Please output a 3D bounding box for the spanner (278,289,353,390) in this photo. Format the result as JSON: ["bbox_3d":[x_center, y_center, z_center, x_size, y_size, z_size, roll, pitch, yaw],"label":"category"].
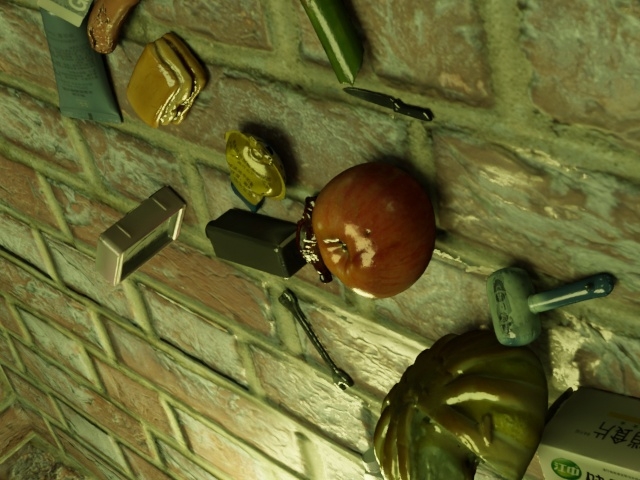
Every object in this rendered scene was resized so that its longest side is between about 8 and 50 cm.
[{"bbox_3d":[-0.011,0.206,1.934,0.254,0.015,0.054,57,149,-11],"label":"spanner"}]

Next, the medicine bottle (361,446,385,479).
[{"bbox_3d":[0.134,0.502,2.023,0.074,0.055,0.118,0,125,51],"label":"medicine bottle"}]

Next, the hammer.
[{"bbox_3d":[0.327,0.080,1.344,0.194,0.069,0.116,-21,73,41],"label":"hammer"}]

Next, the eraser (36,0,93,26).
[{"bbox_3d":[-0.416,-0.469,1.633,0.092,0.046,0.212,26,138,-17],"label":"eraser"}]

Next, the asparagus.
[{"bbox_3d":[-0.005,-0.349,1.315,0.060,0.067,0.277,-17,116,27],"label":"asparagus"}]

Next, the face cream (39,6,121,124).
[{"bbox_3d":[-0.482,-0.382,1.839,0.136,0.086,0.385,10,138,10],"label":"face cream"}]

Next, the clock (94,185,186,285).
[{"bbox_3d":[-0.379,-0.009,1.990,0.063,0.197,0.150,41,147,10],"label":"clock"}]

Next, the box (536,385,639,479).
[{"bbox_3d":[0.485,0.342,1.354,0.333,0.145,0.173,7,127,47],"label":"box"}]

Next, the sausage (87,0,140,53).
[{"bbox_3d":[-0.361,-0.411,1.671,0.078,0.078,0.304,53,148,-5],"label":"sausage"}]

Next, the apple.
[{"bbox_3d":[0.080,-0.013,1.461,0.209,0.164,0.209,33,143,29],"label":"apple"}]

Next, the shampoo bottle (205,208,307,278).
[{"bbox_3d":[-0.129,0.001,1.807,0.246,0.080,0.079,14,132,42],"label":"shampoo bottle"}]

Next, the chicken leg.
[{"bbox_3d":[-0.006,-0.004,1.687,0.093,0.053,0.205,25,146,11],"label":"chicken leg"}]

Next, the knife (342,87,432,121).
[{"bbox_3d":[0.095,-0.203,1.391,0.170,0.010,0.023,24,140,37],"label":"knife"}]

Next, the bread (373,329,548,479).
[{"bbox_3d":[0.205,0.269,1.473,0.160,0.333,0.333,31,153,-19],"label":"bread"}]

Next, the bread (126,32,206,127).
[{"bbox_3d":[-0.285,-0.284,1.717,0.116,0.077,0.200,56,147,5],"label":"bread"}]

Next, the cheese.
[{"bbox_3d":[-0.123,-0.121,1.692,0.156,0.064,0.250,48,157,5],"label":"cheese"}]
